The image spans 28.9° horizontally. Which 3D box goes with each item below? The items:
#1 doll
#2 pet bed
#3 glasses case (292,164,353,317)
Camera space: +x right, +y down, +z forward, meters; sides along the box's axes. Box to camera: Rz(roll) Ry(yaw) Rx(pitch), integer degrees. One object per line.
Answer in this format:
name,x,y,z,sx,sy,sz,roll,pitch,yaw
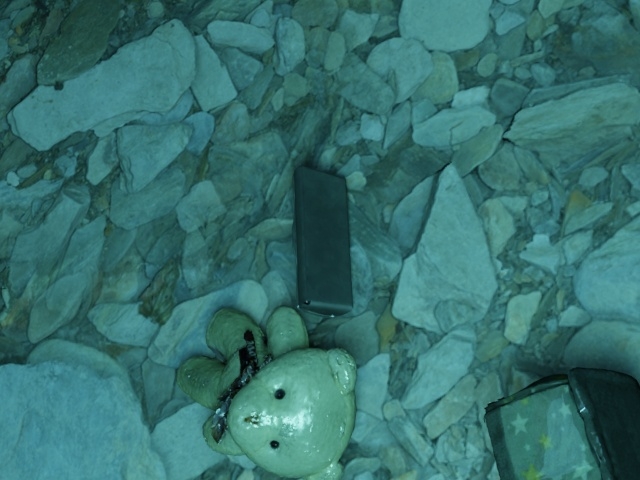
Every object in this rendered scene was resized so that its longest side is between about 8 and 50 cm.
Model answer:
doll,-0.081,0.174,1.478,0.278,0.149,0.175,24,113,48
pet bed,0.274,0.236,1.213,0.159,0.183,0.211,-23,58,21
glasses case,0.000,0.001,1.548,0.042,0.072,0.190,-32,51,45
